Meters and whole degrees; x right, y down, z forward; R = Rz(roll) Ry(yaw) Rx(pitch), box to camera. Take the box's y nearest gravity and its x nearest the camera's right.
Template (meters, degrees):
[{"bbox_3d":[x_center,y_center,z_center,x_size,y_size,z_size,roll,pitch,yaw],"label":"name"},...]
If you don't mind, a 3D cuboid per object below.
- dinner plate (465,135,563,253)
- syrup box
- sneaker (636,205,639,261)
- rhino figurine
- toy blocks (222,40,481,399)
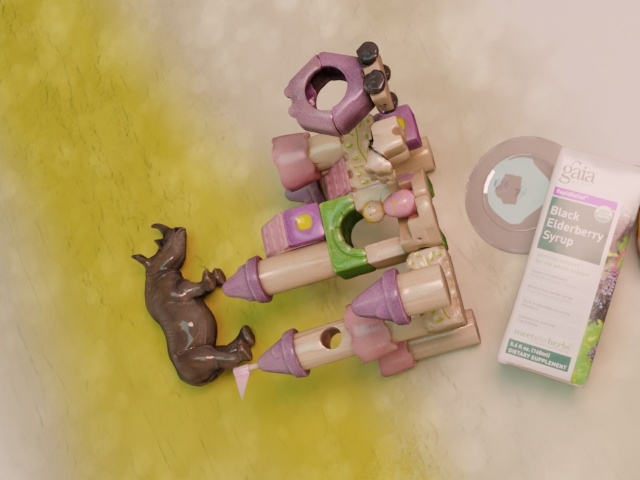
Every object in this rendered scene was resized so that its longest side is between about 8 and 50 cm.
[{"bbox_3d":[0.236,-0.055,1.043,0.141,0.017,0.141,-5,76,23],"label":"dinner plate"},{"bbox_3d":[0.268,0.029,0.959,0.093,0.096,0.237,17,89,15],"label":"syrup box"},{"bbox_3d":[0.376,-0.054,0.945,0.069,0.084,0.186,7,83,24],"label":"sneaker"},{"bbox_3d":[-0.174,0.076,1.159,0.106,0.073,0.243,-33,67,11],"label":"rhino figurine"},{"bbox_3d":[0.000,0.000,0.969,0.259,0.309,0.289,-16,73,13],"label":"toy blocks"}]
